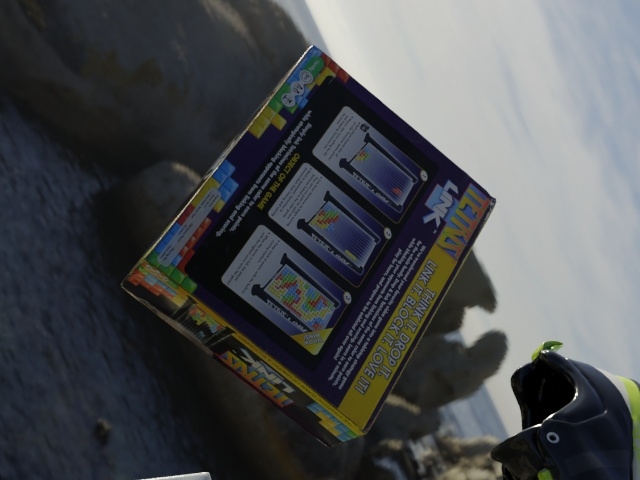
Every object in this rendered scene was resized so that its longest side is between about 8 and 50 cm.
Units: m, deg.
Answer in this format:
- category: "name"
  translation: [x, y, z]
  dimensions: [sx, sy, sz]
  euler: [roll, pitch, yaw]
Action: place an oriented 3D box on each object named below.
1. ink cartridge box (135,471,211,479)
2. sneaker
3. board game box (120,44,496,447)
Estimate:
- category: "ink cartridge box"
  translation: [-0.159, 0.263, 0.784]
  dimensions: [0.128, 0.176, 0.127]
  euler: [84, 1, -51]
- category: "sneaker"
  translation: [0.124, 0.147, 0.560]
  dimensions: [0.097, 0.084, 0.235]
  euler: [32, 36, -10]
- category: "board game box"
  translation: [0.000, 0.000, 0.572]
  dimensions: [0.141, 0.170, 0.048]
  euler: [40, -32, -9]
